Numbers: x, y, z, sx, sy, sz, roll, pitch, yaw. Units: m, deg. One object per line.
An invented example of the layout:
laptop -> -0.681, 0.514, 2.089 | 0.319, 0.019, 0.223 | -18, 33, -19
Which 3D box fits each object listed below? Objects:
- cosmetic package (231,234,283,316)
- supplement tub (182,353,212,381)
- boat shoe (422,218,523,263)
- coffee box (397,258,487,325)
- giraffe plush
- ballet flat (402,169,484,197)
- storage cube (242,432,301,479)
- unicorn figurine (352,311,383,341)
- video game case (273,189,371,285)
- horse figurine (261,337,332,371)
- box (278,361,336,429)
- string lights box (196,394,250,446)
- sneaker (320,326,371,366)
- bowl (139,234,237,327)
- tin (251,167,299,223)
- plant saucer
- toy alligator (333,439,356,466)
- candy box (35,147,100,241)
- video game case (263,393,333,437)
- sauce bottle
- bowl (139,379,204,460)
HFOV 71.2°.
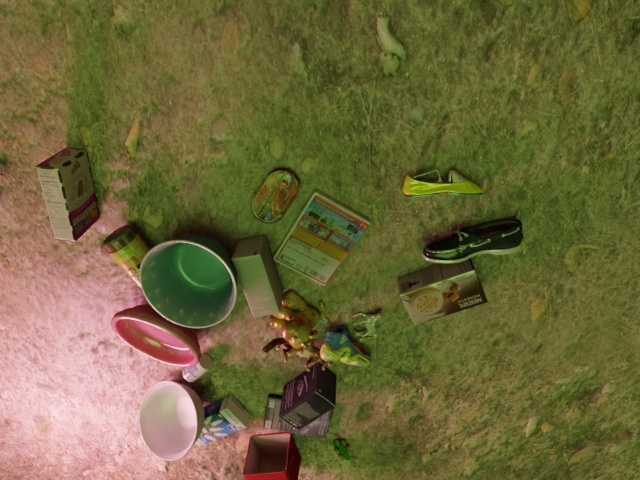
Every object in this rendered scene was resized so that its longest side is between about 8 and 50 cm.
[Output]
cosmetic package -> -0.199, 0.116, 1.455 | 0.107, 0.127, 0.238 | -12, 117, 10
supplement tub -> -0.476, 0.493, 1.728 | 0.071, 0.071, 0.107 | 41, 115, -18
boat shoe -> 0.455, -0.005, 1.348 | 0.302, 0.114, 0.091 | -11, 120, -3
coffee box -> 0.392, 0.161, 1.449 | 0.246, 0.098, 0.141 | -21, 117, 16
giraffe plush -> -0.078, 0.299, 1.525 | 0.210, 0.171, 0.182 | 13, 120, -3
ballet flat -> 0.352, -0.164, 1.283 | 0.230, 0.077, 0.078 | -1, 104, 7
storage cube -> -0.203, 0.968, 1.919 | 0.214, 0.184, 0.193 | -10, 120, 9
unicorn figurine -> 0.169, 0.293, 1.574 | 0.111, 0.060, 0.162 | -5, 136, 7
video game case -> 0.000, 0.000, 1.429 | 0.203, 0.025, 0.285 | 28, 119, -11
horse figurine -> -0.071, 0.400, 1.608 | 0.263, 0.174, 0.066 | 21, 101, 2
box -> -0.046, 0.593, 1.704 | 0.108, 0.153, 0.207 | 42, 116, -19
string lights box -> -0.441, 0.757, 1.874 | 0.259, 0.077, 0.133 | -29, 113, 19
sneaker -> 0.104, 0.380, 1.607 | 0.091, 0.126, 0.240 | -6, 160, 45
bowl -> -0.397, 0.107, 1.433 | 0.310, 0.163, 0.312 | 3, 115, 6
tin -> -0.137, -0.136, 1.355 | 0.106, 0.040, 0.190 | 29, 118, -17
plant saucer -> -0.569, 0.332, 1.583 | 0.331, 0.084, 0.332 | 12, 141, 10
toy alligator -> 0.098, 0.922, 1.947 | 0.051, 0.056, 0.190 | 8, 135, 51
candy box -> -0.745, -0.137, 1.330 | 0.071, 0.159, 0.234 | 6, 120, 0
video game case -> -0.095, 0.736, 1.866 | 0.273, 0.026, 0.196 | 10, 120, -3
sauce bottle -> -0.570, 0.111, 1.489 | 0.111, 0.111, 0.345 | -22, 118, 16
bowl -> -0.568, 0.703, 1.788 | 0.297, 0.134, 0.298 | -3, 82, 25
